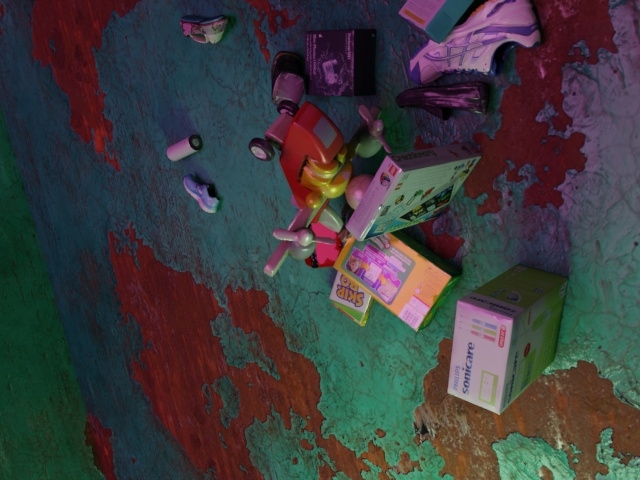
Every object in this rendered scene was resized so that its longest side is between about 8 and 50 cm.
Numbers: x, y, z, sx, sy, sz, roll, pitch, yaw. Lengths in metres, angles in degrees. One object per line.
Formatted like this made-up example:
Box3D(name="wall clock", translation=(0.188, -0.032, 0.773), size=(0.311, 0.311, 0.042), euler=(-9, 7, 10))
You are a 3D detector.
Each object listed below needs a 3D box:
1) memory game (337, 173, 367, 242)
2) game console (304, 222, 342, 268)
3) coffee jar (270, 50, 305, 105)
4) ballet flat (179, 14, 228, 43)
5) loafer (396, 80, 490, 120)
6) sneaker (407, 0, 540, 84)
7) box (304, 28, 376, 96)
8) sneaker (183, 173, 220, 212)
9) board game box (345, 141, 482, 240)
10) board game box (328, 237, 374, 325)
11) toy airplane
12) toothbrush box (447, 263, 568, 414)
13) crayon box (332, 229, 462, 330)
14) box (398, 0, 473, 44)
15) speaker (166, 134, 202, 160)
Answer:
Box3D(name="memory game", translation=(0.086, -0.082, 1.580), size=(0.012, 0.186, 0.186), euler=(22, 130, -16))
Box3D(name="game console", translation=(0.000, 0.000, 1.771), size=(0.124, 0.085, 0.144), euler=(-160, 60, -72))
Box3D(name="coffee jar", translation=(-0.086, -0.419, 1.614), size=(0.184, 0.079, 0.096), euler=(-98, 22, -54))
Box3D(name="ballet flat", translation=(-0.337, -0.624, 1.850), size=(0.221, 0.077, 0.079), euler=(18, 133, 43))
Box3D(name="loafer", translation=(0.266, -0.304, 1.386), size=(0.223, 0.076, 0.078), euler=(5, 98, 38))
Box3D(name="sneaker", translation=(0.310, -0.384, 1.298), size=(0.296, 0.112, 0.131), euler=(-27, 85, 44))
Box3D(name="box", translation=(0.047, -0.435, 1.535), size=(0.158, 0.093, 0.156), euler=(13, 111, 38))
Box3D(name="sneaker", translation=(-0.381, -0.165, 2.048), size=(0.162, 0.063, 0.073), euler=(46, 112, 17))
Box3D(name="board game box", translation=(0.206, -0.109, 1.345), size=(0.053, 0.305, 0.193), euler=(48, 129, 24))
Box3D(name="board game box", translation=(0.101, 0.106, 1.699), size=(0.124, 0.039, 0.259), euler=(34, 126, 29))
Box3D(name="toy airplane", translation=(0.019, -0.121, 1.435), size=(0.272, 0.384, 0.386), euler=(22, 110, 22))
Box3D(name="toothbrush box", translation=(0.388, 0.191, 1.289), size=(0.122, 0.283, 0.206), euler=(18, 114, 38))
Box3D(name="crayon box", translation=(0.184, 0.071, 1.541), size=(0.278, 0.081, 0.165), euler=(38, 112, 23))
Box3D(name="box", translation=(0.272, -0.523, 1.245), size=(0.244, 0.060, 0.100), euler=(-51, 46, 15))
Box3D(name="speaker", translation=(-0.448, -0.303, 2.056), size=(0.136, 0.055, 0.055), euler=(-15, 93, 44))
